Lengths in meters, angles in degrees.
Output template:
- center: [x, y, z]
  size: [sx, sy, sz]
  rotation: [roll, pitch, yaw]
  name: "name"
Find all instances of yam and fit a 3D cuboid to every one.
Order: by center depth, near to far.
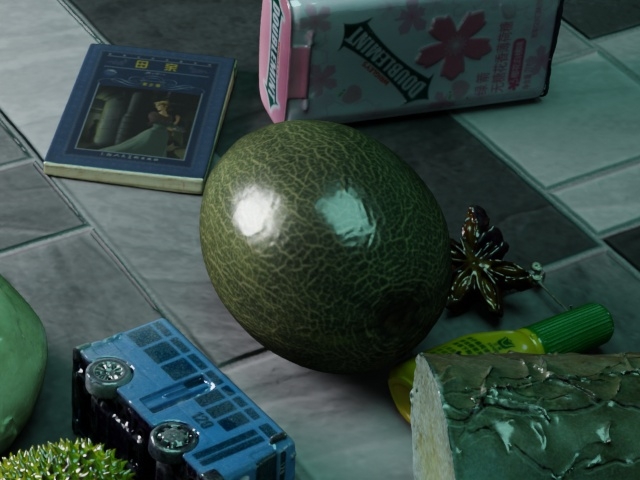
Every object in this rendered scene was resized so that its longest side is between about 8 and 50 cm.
- center: [0.240, 0.200, 1.668]
  size: [0.348, 0.241, 0.241]
  rotation: [-3, 38, -18]
  name: "yam"

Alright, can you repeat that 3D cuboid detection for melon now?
- center: [0.000, 0.000, 1.884]
  size: [0.237, 0.238, 0.301]
  rotation: [-16, 38, -26]
  name: "melon"

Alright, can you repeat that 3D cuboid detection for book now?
- center: [-0.212, -0.152, 2.224]
  size: [0.190, 0.025, 0.269]
  rotation: [7, 38, 3]
  name: "book"

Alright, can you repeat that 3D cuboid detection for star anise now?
- center: [0.155, 0.012, 2.020]
  size: [0.097, 0.070, 0.191]
  rotation: [-35, 59, 7]
  name: "star anise"

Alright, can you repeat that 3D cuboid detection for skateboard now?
- center: [0.237, 0.066, 2.004]
  size: [0.063, 0.032, 0.083]
  rotation: [-26, 45, -20]
  name: "skateboard"

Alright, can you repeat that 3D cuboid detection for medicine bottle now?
- center: [0.193, 0.123, 1.891]
  size: [0.260, 0.064, 0.095]
  rotation: [-20, 47, -29]
  name: "medicine bottle"

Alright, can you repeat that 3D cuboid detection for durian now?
- center: [-0.229, 0.250, 1.594]
  size: [0.146, 0.159, 0.198]
  rotation: [-10, 40, -27]
  name: "durian"

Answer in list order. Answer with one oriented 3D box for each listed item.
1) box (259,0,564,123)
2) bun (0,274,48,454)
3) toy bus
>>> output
- center: [0.115, -0.251, 2.265]
  size: [0.369, 0.190, 0.112]
  rotation: [-9, 40, -20]
  name: "box"
- center: [-0.408, 0.087, 1.762]
  size: [0.293, 0.187, 0.293]
  rotation: [2, 36, -2]
  name: "bun"
- center: [-0.127, 0.184, 1.729]
  size: [0.133, 0.116, 0.234]
  rotation: [-19, 42, -34]
  name: "toy bus"
